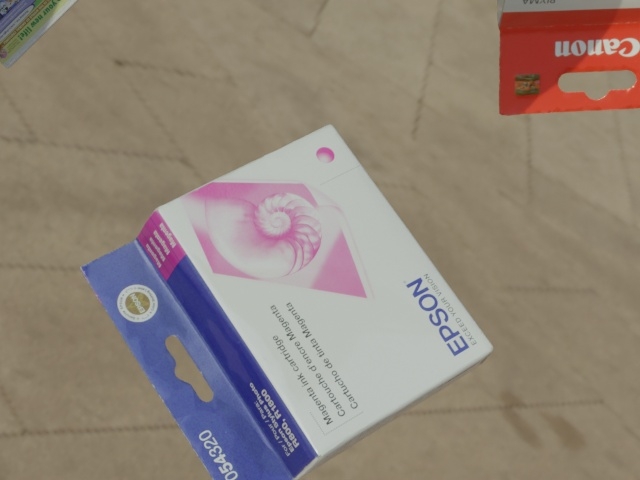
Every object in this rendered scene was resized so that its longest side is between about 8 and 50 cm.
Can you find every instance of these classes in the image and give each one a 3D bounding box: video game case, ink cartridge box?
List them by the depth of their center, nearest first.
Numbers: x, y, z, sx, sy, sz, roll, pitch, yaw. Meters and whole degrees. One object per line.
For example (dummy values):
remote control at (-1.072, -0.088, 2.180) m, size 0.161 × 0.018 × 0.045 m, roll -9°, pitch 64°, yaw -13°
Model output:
ink cartridge box at (0.250, -0.225, 1.181) m, size 0.189 × 0.232 × 0.066 m, roll -3°, pitch 11°, yaw -5°
ink cartridge box at (-0.035, 0.072, 1.465) m, size 0.330 × 0.071 × 0.324 m, roll -29°, pitch 74°, yaw -24°
video game case at (-0.414, -0.368, 1.807) m, size 0.193 × 0.212 × 0.023 m, roll 45°, pitch 13°, yaw -16°
